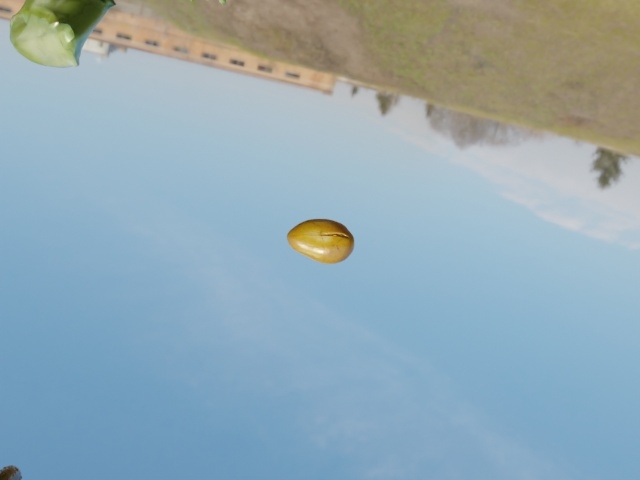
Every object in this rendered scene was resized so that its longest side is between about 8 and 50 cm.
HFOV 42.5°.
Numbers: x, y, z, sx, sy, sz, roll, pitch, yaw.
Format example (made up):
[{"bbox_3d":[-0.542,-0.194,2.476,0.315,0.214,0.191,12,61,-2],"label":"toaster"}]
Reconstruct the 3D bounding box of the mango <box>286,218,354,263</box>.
[{"bbox_3d":[0.000,0.000,1.078,0.089,0.060,0.046,6,164,-5],"label":"mango"}]

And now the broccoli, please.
[{"bbox_3d":[-0.255,-0.394,1.115,0.353,0.274,0.397,-27,-135,0],"label":"broccoli"}]

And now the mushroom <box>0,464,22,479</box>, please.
[{"bbox_3d":[-0.404,0.311,0.911,0.171,0.135,0.080,-38,-174,-37],"label":"mushroom"}]
